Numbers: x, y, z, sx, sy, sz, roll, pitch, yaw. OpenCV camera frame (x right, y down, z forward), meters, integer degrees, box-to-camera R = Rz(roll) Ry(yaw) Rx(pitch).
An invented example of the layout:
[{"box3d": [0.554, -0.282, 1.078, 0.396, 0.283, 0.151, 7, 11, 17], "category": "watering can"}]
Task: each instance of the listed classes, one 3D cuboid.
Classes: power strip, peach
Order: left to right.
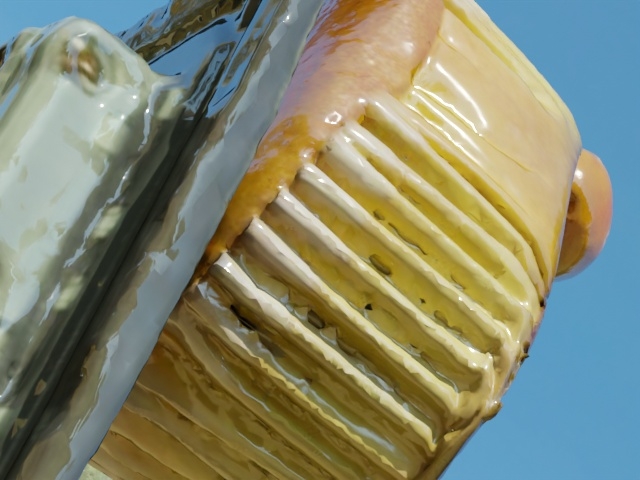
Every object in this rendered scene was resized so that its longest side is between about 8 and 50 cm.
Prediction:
[{"box3d": [-0.125, 0.011, 0.556, 0.092, 0.257, 0.251, 34, -31, -17], "category": "power strip"}, {"box3d": [0.176, -0.027, 1.426, 0.138, 0.138, 0.138, 21, -54, 31], "category": "peach"}]

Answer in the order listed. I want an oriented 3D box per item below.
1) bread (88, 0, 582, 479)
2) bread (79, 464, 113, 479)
[{"box3d": [0.000, 0.000, 0.728, 0.156, 0.288, 0.204, 39, -51, -7], "category": "bread"}, {"box3d": [-0.153, 0.128, 1.399, 0.064, 0.172, 0.232, -5, -109, 25], "category": "bread"}]
